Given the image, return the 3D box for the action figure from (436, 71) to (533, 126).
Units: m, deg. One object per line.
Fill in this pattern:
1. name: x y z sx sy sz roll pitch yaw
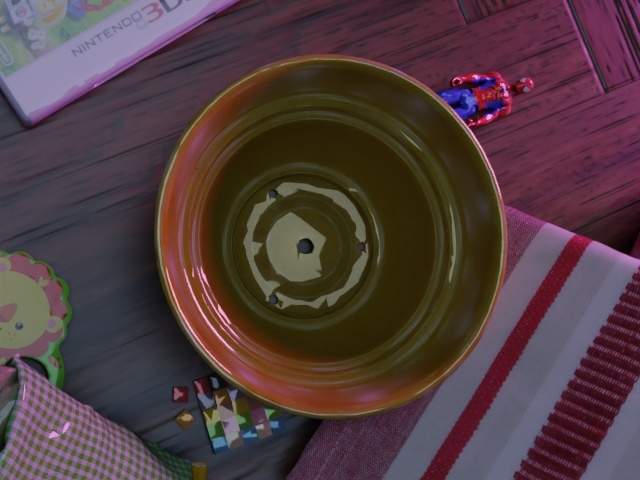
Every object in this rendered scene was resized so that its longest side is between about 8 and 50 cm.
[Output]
1. action figure: 0.098 -0.095 0.723 0.115 0.030 0.038 -18 85 -18

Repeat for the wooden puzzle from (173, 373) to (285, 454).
1. wooden puzzle: -0.053 0.107 0.671 0.083 0.006 0.049 -17 89 -16

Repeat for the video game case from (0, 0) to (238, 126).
1. video game case: -0.165 -0.211 0.662 0.193 0.023 0.212 -35 94 -16

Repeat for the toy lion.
1. toy lion: -0.190 0.060 0.627 0.096 0.034 0.100 -35 95 -23

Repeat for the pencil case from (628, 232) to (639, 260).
1. pencil case: 0.242 0.076 0.699 0.124 0.124 0.284 35 76 -10

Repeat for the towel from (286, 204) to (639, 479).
1. towel: 0.169 0.125 0.615 0.329 0.037 0.237 27 76 30

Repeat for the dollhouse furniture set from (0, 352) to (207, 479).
1. dollhouse furniture set: -0.134 0.243 0.517 0.301 0.151 0.197 -61 144 -14

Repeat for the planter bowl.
1. planter bowl: 0.000 0.000 0.653 0.217 0.090 0.217 1 85 -15
